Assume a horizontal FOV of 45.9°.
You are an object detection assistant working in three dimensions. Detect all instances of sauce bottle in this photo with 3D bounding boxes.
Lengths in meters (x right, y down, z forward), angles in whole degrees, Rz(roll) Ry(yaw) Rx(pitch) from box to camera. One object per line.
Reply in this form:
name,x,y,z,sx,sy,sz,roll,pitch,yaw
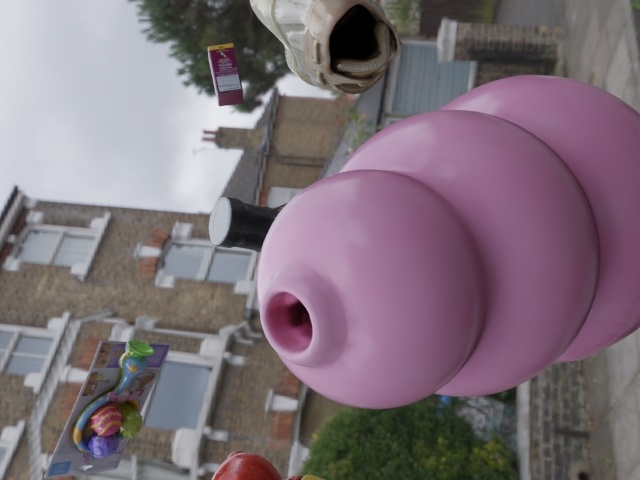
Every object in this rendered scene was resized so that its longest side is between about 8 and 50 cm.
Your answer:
sauce bottle,0.000,0.000,1.141,0.111,0.344,0.111,-27,57,52

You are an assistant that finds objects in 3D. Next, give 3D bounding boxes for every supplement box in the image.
supplement box,-0.153,-0.267,1.220,0.055,0.043,0.083,116,142,-76

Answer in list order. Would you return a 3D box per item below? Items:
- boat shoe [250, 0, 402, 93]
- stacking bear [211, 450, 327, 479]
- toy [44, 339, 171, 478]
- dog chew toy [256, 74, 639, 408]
boat shoe,0.027,-0.200,0.776,0.109,0.098,0.302,-50,-15,6
stacking bear,-0.028,0.402,1.057,0.175,0.289,0.164,-49,-18,-50
toy,-0.312,0.267,1.154,0.137,0.056,0.237,12,-77,-52
dog chew toy,0.095,0.004,0.483,0.332,0.206,0.206,-18,-62,-46
